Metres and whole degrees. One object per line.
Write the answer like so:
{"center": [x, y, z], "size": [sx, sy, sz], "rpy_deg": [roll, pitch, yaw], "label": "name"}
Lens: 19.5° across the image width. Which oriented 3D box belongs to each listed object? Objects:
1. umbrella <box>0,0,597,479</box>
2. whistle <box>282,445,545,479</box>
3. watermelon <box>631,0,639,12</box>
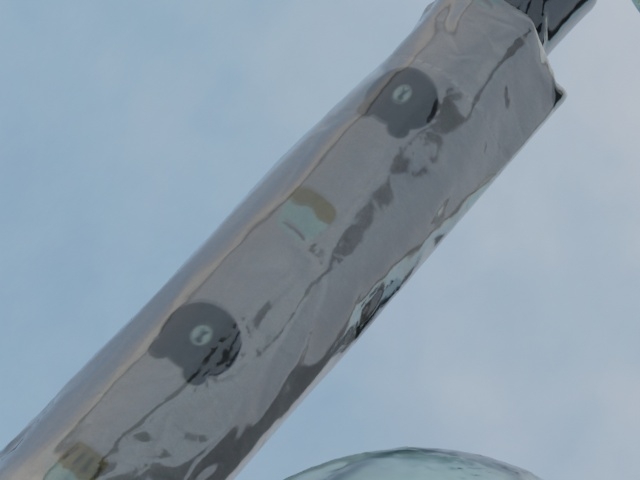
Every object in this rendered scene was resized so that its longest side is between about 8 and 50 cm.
{"center": [0.000, 0.000, 0.726], "size": [0.337, 0.073, 0.067], "rpy_deg": [-47, -48, -21], "label": "umbrella"}
{"center": [0.052, 0.129, 0.507], "size": [0.289, 0.163, 0.164], "rpy_deg": [-3, -104, -41], "label": "whistle"}
{"center": [0.266, -0.203, 1.370], "size": [0.084, 0.092, 0.072], "rpy_deg": [44, -118, 4], "label": "watermelon"}
